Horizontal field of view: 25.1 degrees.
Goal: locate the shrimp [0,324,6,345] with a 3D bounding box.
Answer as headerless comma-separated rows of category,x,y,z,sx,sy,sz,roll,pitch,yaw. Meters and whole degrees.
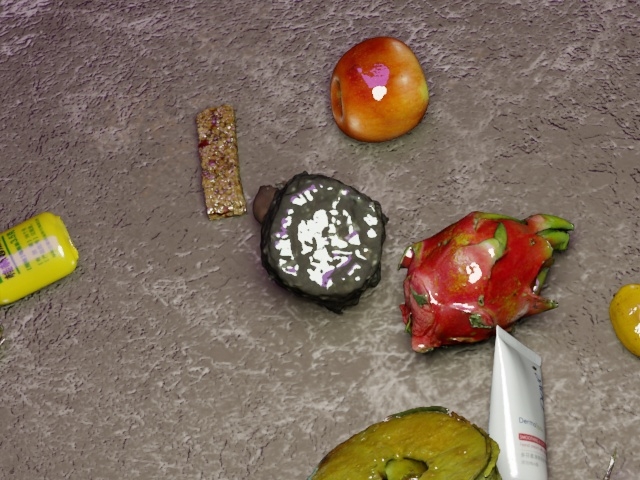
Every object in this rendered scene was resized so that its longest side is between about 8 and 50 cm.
shrimp,-0.564,0.200,2.081,0.251,0.052,0.143,-41,60,-14

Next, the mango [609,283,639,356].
mango,0.443,0.112,1.978,0.080,0.060,0.114,-24,64,-2

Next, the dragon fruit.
dragon fruit,0.232,0.058,1.992,0.269,0.200,0.198,-8,41,-43

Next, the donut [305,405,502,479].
donut,0.113,0.322,1.815,0.272,0.107,0.272,-23,17,8

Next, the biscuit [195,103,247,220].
biscuit,-0.153,-0.121,2.214,0.064,0.034,0.199,-10,59,4

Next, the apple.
apple,0.084,-0.225,2.169,0.139,0.163,0.163,-18,59,-11

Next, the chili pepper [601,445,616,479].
chili pepper,0.343,0.351,1.840,0.084,0.086,0.192,17,72,36

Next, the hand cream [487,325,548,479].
hand cream,0.263,0.249,1.903,0.083,0.133,0.248,-9,65,30

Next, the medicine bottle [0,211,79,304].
medicine bottle,-0.511,0.062,2.139,0.309,0.076,0.111,-27,59,-6

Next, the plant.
plant,0.000,0.000,2.031,0.204,0.234,0.178,19,84,-6
